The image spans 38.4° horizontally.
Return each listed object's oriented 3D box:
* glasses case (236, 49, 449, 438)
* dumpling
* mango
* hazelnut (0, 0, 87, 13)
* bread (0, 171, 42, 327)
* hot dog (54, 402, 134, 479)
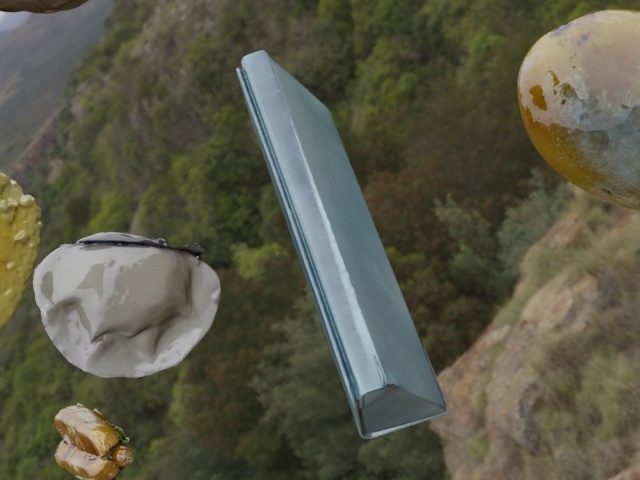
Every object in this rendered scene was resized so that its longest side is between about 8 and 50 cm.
[{"bbox_3d":[0.000,0.000,0.632,0.056,0.105,0.266,-31,59,18],"label":"glasses case"},{"bbox_3d":[-0.290,0.085,1.414,0.163,0.293,0.204,121,150,-44],"label":"dumpling"},{"bbox_3d":[0.340,-0.106,0.893,0.192,0.316,0.146,-58,1,42],"label":"mango"},{"bbox_3d":[-0.234,-0.243,0.743,0.154,0.143,0.143,-9,27,-2],"label":"hazelnut"},{"bbox_3d":[-0.458,-0.008,1.140,0.204,0.261,0.163,4,20,38],"label":"bread"},{"bbox_3d":[-0.350,0.314,1.406,0.270,0.072,0.109,-2,90,59],"label":"hot dog"}]
